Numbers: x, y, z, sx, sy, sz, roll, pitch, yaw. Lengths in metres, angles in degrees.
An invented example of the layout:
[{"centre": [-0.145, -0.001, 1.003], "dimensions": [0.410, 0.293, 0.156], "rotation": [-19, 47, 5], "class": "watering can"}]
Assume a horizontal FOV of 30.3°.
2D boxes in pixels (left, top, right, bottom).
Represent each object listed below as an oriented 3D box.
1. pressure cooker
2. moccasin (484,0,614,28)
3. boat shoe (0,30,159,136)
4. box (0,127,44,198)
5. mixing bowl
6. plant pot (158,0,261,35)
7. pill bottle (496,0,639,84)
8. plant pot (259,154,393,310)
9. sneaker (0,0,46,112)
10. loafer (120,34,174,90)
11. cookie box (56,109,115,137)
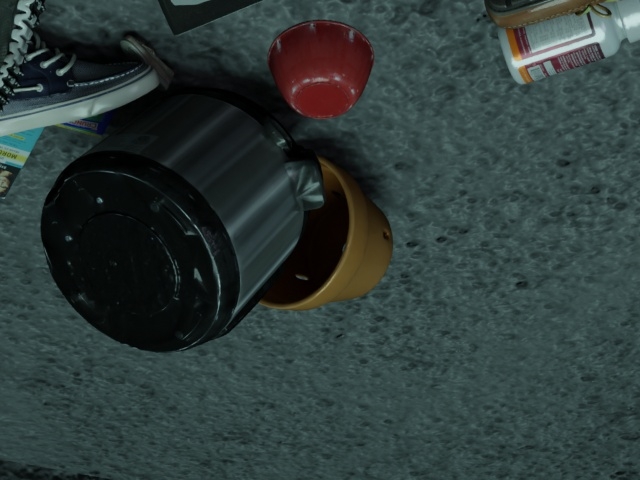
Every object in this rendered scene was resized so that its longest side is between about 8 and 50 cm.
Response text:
[{"centre": [-0.213, -0.057, 1.996], "dimensions": [0.370, 0.420, 0.375], "rotation": [35, 128, 3], "class": "pressure cooker"}, {"centre": [0.425, -0.406, 1.743], "dimensions": [0.380, 0.139, 0.147], "rotation": [-28, 147, -1], "class": "moccasin"}, {"centre": [-0.443, -0.274, 1.905], "dimensions": [0.341, 0.127, 0.158], "rotation": [-14, 112, 3], "class": "boat shoe"}, {"centre": [-0.570, -0.176, 2.101], "dimensions": [0.101, 0.060, 0.244], "rotation": [17, 140, -24], "class": "box"}, {"centre": [0.001, -0.267, 1.970], "dimensions": [0.181, 0.098, 0.181], "rotation": [-1, 145, 0], "class": "mixing bowl"}, {"centre": [-0.158, -0.436, 1.675], "dimensions": [0.187, 0.188, 0.167], "rotation": [-17, 128, 21], "class": "plant pot"}, {"centre": [0.401, -0.336, 1.871], "dimensions": [0.221, 0.121, 0.121], "rotation": [-16, 142, 19], "class": "pill bottle"}, {"centre": [0.000, 0.000, 2.209], "dimensions": [0.291, 0.290, 0.203], "rotation": [-27, 153, 30], "class": "plant pot"}, {"centre": [-0.505, -0.303, 1.822], "dimensions": [0.106, 0.234, 0.078], "rotation": [18, 174, 1], "class": "sneaker"}, {"centre": [-0.288, -0.302, 1.967], "dimensions": [0.045, 0.039, 0.125], "rotation": [15, 154, 38], "class": "loafer"}, {"centre": [-0.405, -0.234, 2.045], "dimensions": [0.092, 0.040, 0.107], "rotation": [14, 142, -22], "class": "cookie box"}]
